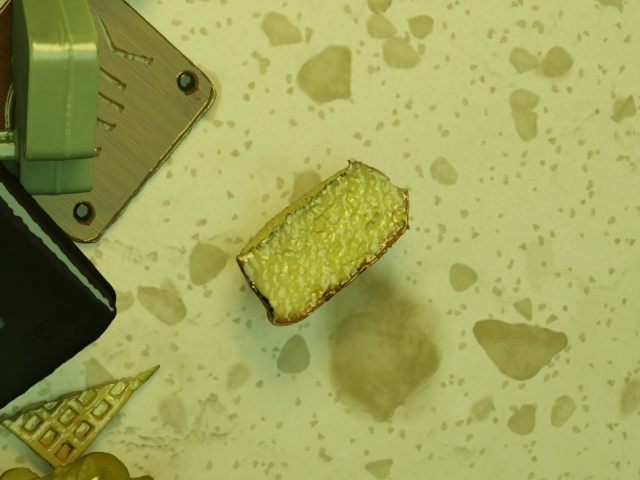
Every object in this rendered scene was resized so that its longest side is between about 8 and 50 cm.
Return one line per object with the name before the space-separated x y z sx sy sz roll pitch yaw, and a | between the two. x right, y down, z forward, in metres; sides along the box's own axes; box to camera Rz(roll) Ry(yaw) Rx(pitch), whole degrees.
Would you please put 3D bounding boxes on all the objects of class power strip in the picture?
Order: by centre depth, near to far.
power strip | -0.341 -0.177 1.717 0.141 0.229 0.261 -3 129 -16

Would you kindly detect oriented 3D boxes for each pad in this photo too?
pad | -0.316 -0.180 1.846 0.286 0.018 0.284 42 79 -18

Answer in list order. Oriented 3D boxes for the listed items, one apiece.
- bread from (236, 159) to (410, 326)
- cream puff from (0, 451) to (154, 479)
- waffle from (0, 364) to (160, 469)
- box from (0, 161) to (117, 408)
bread | -0.007 0.004 1.922 0.260 0.134 0.129 -40 97 -20
cream puff | -0.312 0.418 1.796 0.274 0.270 0.323 23 83 13
waffle | -0.312 0.197 1.870 0.125 0.032 0.191 43 76 -17
box | -0.430 0.062 1.733 0.290 0.073 0.289 -36 108 14
